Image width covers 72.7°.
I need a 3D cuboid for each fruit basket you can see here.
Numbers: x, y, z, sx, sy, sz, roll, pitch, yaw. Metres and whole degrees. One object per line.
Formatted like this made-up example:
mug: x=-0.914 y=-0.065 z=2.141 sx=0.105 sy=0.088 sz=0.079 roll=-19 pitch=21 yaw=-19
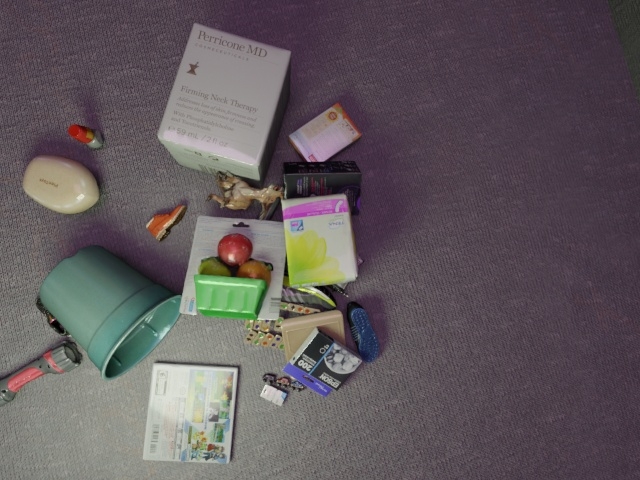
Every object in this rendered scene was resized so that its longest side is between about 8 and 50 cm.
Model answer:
fruit basket: x=-0.283 y=0.089 z=1.474 sx=0.326 sy=0.166 sz=0.354 roll=4 pitch=61 yaw=-1

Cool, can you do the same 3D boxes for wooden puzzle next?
wooden puzzle: x=-0.019 y=0.371 z=1.562 sx=0.220 sy=0.044 sz=0.239 roll=-9 pitch=108 yaw=-6

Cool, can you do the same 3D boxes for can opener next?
can opener: x=-0.241 y=-0.051 z=1.587 sx=0.093 sy=0.074 sz=0.281 roll=32 pitch=84 yaw=-3

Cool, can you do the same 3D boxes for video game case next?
video game case: x=-0.454 y=0.606 z=1.535 sx=0.299 sy=0.036 sz=0.330 roll=5 pitch=84 yaw=-4

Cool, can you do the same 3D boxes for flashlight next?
flashlight: x=-0.973 y=0.459 z=1.470 sx=0.303 sy=0.103 sz=0.103 roll=-32 pitch=91 yaw=-8

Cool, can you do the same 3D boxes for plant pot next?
plant pot: x=-0.687 y=0.213 z=1.417 sx=0.334 sy=0.341 sz=0.341 roll=37 pitch=83 yaw=7

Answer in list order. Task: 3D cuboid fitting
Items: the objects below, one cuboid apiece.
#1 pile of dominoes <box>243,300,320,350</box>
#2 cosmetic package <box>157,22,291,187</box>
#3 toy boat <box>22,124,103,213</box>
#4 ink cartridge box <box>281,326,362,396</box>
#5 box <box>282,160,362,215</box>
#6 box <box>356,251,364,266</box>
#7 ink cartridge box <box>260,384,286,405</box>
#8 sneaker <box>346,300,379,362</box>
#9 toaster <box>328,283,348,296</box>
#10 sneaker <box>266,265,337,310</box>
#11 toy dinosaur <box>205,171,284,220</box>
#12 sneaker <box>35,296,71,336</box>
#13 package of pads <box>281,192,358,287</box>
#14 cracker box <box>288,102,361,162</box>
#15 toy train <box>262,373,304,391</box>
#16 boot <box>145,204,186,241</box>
pile of dominoes: x=-0.142 y=0.312 z=1.545 sx=0.250 sy=0.040 sz=0.196 roll=12 pitch=109 yaw=-5
cosmetic package: x=-0.306 y=-0.435 z=1.489 sx=0.328 sy=0.327 sz=0.395 roll=15 pitch=83 yaw=-3
toy boat: x=-0.869 y=-0.251 z=1.530 sx=0.267 sy=0.148 sz=0.319 roll=25 pitch=91 yaw=3
ink cartridge box: x=0.005 y=0.442 z=1.537 sx=0.206 sy=0.045 sz=0.208 roll=36 pitch=99 yaw=-16
box: x=0.001 y=-0.187 z=1.559 sx=0.269 sy=0.143 sz=0.166 roll=-2 pitch=117 yaw=-6
box: x=0.075 y=0.010 z=1.591 sx=0.036 sy=0.114 sz=0.207 roll=-38 pitch=89 yaw=-7
ink cartridge box: x=-0.169 y=0.553 z=1.566 sx=0.083 sy=0.028 sz=0.048 roll=27 pitch=83 yaw=-3
sneaker: x=0.153 y=0.331 z=1.594 sx=0.081 sy=0.090 sz=0.233 roll=-17 pitch=108 yaw=-7
toaster: x=0.037 y=0.107 z=1.552 sx=0.185 sy=0.168 sz=0.110 roll=35 pitch=81 yaw=0
sneaker: x=-0.084 y=0.194 z=1.579 sx=0.299 sy=0.111 sz=0.122 roll=23 pitch=98 yaw=0
toy dinosaur: x=-0.273 y=-0.149 z=1.530 sx=0.200 sy=0.295 sz=0.127 roll=18 pitch=86 yaw=-35
sneaker: x=-0.916 y=0.259 z=1.502 sx=0.178 sy=0.077 sz=0.072 roll=43 pitch=82 yaw=0
package of pads: x=0.000 y=0.000 z=1.434 sx=0.228 sy=0.101 sz=0.297 roll=-6 pitch=77 yaw=-1
cracker box: x=0.016 y=-0.387 z=1.643 sx=0.232 sy=0.067 sz=0.156 roll=-35 pitch=89 yaw=-7
toy train: x=-0.133 y=0.514 z=1.575 sx=0.158 sy=0.027 sz=0.036 roll=16 pitch=73 yaw=-3
boot: x=-0.559 y=-0.081 z=1.574 sx=0.084 sy=0.059 sz=0.158 roll=41 pitch=84 yaw=4
